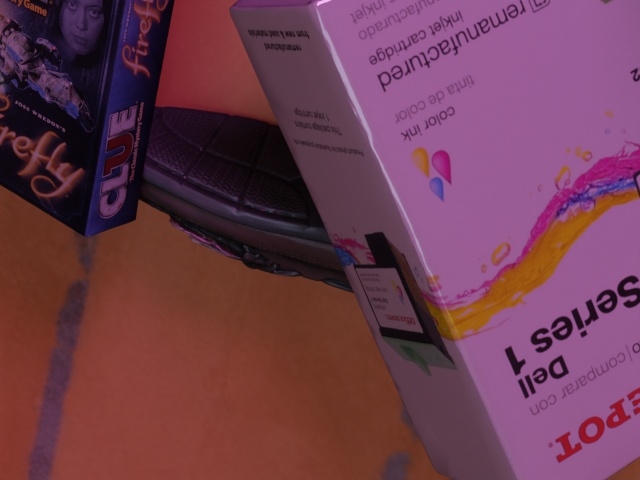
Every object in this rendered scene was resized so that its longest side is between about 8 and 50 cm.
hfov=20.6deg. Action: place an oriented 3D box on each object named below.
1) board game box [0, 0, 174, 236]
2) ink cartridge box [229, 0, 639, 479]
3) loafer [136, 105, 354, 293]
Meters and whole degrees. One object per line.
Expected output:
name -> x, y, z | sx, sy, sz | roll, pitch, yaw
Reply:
board game box -> -0.191, -0.129, 0.979 | 0.243, 0.042, 0.165 | 29, 122, 28
ink cartridge box -> 0.111, -0.034, 0.875 | 0.201, 0.117, 0.278 | -29, 107, -17
loafer -> 0.000, 0.000, 1.000 | 0.268, 0.096, 0.084 | 16, 124, 8
